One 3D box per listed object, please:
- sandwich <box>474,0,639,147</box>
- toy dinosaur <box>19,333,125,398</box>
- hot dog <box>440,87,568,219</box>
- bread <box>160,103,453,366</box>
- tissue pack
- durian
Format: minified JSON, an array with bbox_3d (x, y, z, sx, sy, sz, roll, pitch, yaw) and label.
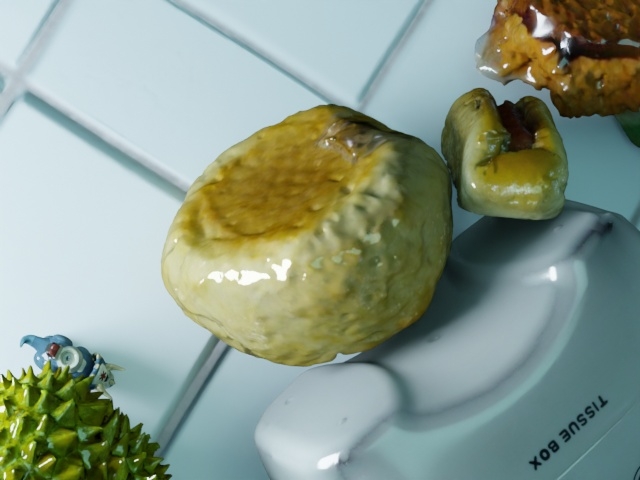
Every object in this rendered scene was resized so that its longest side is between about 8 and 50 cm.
[{"bbox_3d":[0.278,-0.146,1.595,0.301,0.162,0.250,6,43,4],"label":"sandwich"},{"bbox_3d":[-0.194,0.093,1.486,0.083,0.047,0.030,28,77,-10],"label":"toy dinosaur"},{"bbox_3d":[0.143,-0.076,1.498,0.084,0.242,0.073,8,105,-1],"label":"hot dog"},{"bbox_3d":[0.000,0.000,1.468,0.244,0.244,0.134,-36,116,-17],"label":"bread"},{"bbox_3d":[0.140,0.145,1.464,0.333,0.229,0.236,-40,108,-15],"label":"tissue pack"},{"bbox_3d":[-0.204,0.205,1.408,0.200,0.176,0.237,-21,75,-36],"label":"durian"}]
